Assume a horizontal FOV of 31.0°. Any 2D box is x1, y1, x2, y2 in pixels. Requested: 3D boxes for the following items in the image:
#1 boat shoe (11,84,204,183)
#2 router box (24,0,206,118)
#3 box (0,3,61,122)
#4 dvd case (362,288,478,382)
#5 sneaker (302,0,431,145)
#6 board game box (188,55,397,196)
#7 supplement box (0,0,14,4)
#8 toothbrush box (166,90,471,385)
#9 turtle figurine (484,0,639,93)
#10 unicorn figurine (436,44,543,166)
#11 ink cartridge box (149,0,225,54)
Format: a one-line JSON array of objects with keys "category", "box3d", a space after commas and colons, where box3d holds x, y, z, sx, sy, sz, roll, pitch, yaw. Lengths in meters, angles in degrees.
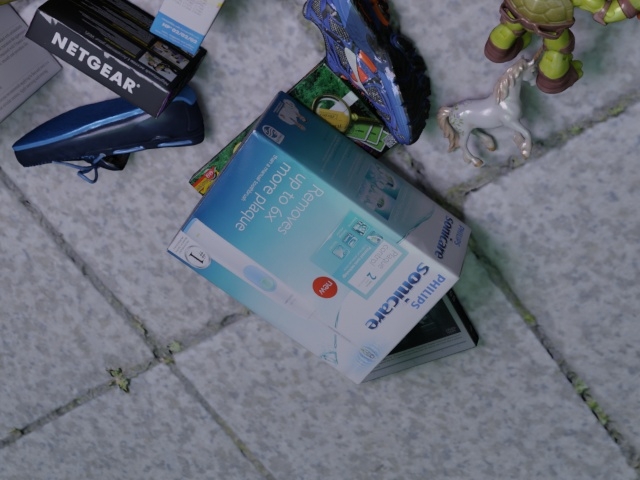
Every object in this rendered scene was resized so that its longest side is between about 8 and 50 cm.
[{"category": "boat shoe", "box3d": [-0.269, -0.121, 1.457, 0.258, 0.109, 0.089, -9, 121, 24]}, {"category": "router box", "box3d": [-0.238, -0.232, 1.362, 0.178, 0.133, 0.046, 32, 123, -4]}, {"category": "box", "box3d": [-0.450, -0.180, 1.426, 0.182, 0.181, 0.119, -30, 108, 30]}, {"category": "dvd case", "box3d": [0.076, 0.066, 1.513, 0.179, 0.030, 0.239, -21, 113, 26]}, {"category": "sneaker", "box3d": [0.056, -0.208, 1.333, 0.087, 0.083, 0.221, -15, 110, 39]}, {"category": "board game box", "box3d": [-0.035, -0.103, 1.445, 0.136, 0.030, 0.259, 45, 122, -10]}, {"category": "supplement box", "box3d": [-0.456, -0.349, 1.290, 0.356, 0.195, 0.194, -9, 98, 21]}, {"category": "toothbrush box", "box3d": [0.000, 0.000, 1.404, 0.295, 0.126, 0.216, 36, 123, -8]}, {"category": "turtle figurine", "box3d": [0.238, -0.235, 1.172, 0.269, 0.087, 0.217, 19, 158, 12]}, {"category": "unicorn figurine", "box3d": [0.205, -0.146, 1.327, 0.161, 0.060, 0.111, -17, 118, 22]}, {"category": "ink cartridge box", "box3d": [-0.117, -0.305, 1.270, 0.061, 0.104, 0.181, 27, 140, -10]}]
